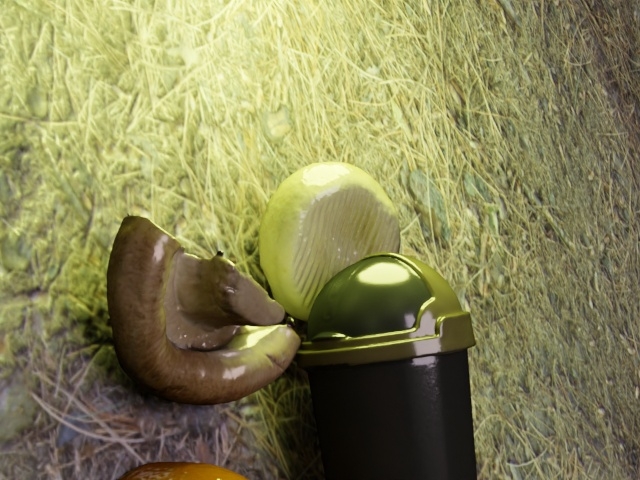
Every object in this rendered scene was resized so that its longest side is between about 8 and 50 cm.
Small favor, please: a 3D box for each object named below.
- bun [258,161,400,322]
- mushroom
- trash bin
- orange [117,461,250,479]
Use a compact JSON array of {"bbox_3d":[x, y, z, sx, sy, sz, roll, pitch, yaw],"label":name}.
[{"bbox_3d":[0.000,0.000,1.553,0.222,0.127,0.222,-19,121,-34],"label":"bun"},{"bbox_3d":[-0.140,0.101,1.318,0.285,0.156,0.151,43,62,-41],"label":"mushroom"},{"bbox_3d":[0.081,0.181,1.440,0.214,0.214,0.334,-4,90,-52],"label":"trash bin"},{"bbox_3d":[-0.094,0.388,1.273,0.274,0.274,0.310,-50,144,-50],"label":"orange"}]
